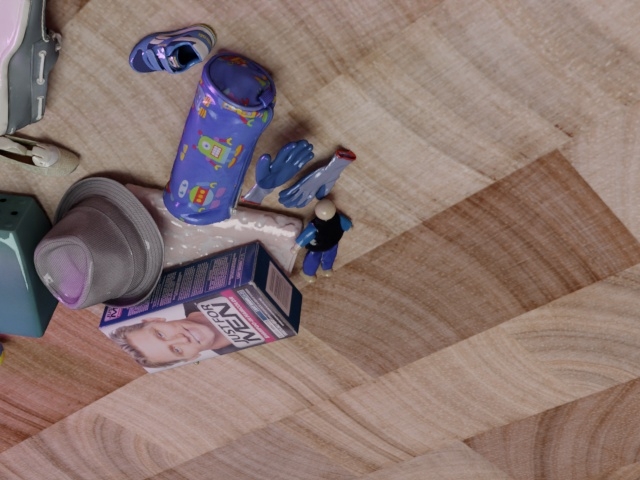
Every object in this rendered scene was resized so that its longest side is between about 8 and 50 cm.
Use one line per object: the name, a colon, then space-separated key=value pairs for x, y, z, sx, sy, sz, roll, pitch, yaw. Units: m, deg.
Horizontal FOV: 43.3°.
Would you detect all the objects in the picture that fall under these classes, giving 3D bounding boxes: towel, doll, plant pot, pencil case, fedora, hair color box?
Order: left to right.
plant pot: x=-0.591 y=0.034 z=1.516 sx=0.165 sy=0.166 sz=0.234 roll=7 pitch=129 yaw=-1
fedora: x=-0.417 y=0.029 z=1.443 sx=0.275 sy=0.124 sz=0.244 roll=-32 pitch=95 yaw=42
hair color box: x=-0.227 y=0.137 z=1.540 sx=0.347 sy=0.105 sz=0.174 roll=-17 pitch=132 yaw=23
towel: x=-0.221 y=0.040 z=1.551 sx=0.331 sy=0.053 sz=0.317 roll=11 pitch=136 yaw=-6
pencil case: x=-0.162 y=-0.148 z=1.295 sx=0.133 sy=0.119 sz=0.306 roll=29 pitch=134 yaw=1
doll: x=0.000 y=0.000 z=1.468 sx=0.129 sy=0.046 sz=0.189 roll=-18 pitch=143 yaw=-24

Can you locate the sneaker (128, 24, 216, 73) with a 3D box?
sneaker: x=-0.229 y=-0.279 z=1.210 sx=0.144 sy=0.059 sz=0.053 roll=-14 pitch=135 yaw=21

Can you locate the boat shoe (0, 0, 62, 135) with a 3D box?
boat shoe: x=-0.448 y=-0.296 z=1.216 sx=0.099 sy=0.116 sz=0.320 roll=-17 pitch=146 yaw=-43

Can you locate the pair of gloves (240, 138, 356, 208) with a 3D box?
pair of gloves: x=-0.041 y=-0.108 z=1.340 sx=0.198 sy=0.023 sz=0.159 roll=8 pitch=138 yaw=-48

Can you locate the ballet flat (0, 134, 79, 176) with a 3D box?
ballet flat: x=-0.500 y=-0.147 z=1.376 sx=0.168 sy=0.057 sz=0.052 roll=11 pitch=165 yaw=-5

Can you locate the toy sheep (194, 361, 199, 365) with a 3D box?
toy sheep: x=-0.310 y=0.223 z=1.729 sx=0.132 sy=0.091 sz=0.091 roll=44 pitch=127 yaw=-10

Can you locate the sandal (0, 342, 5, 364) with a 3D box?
sandal: x=-0.865 y=0.244 z=1.792 sx=0.317 sy=0.126 sz=0.138 roll=1 pitch=132 yaw=3
